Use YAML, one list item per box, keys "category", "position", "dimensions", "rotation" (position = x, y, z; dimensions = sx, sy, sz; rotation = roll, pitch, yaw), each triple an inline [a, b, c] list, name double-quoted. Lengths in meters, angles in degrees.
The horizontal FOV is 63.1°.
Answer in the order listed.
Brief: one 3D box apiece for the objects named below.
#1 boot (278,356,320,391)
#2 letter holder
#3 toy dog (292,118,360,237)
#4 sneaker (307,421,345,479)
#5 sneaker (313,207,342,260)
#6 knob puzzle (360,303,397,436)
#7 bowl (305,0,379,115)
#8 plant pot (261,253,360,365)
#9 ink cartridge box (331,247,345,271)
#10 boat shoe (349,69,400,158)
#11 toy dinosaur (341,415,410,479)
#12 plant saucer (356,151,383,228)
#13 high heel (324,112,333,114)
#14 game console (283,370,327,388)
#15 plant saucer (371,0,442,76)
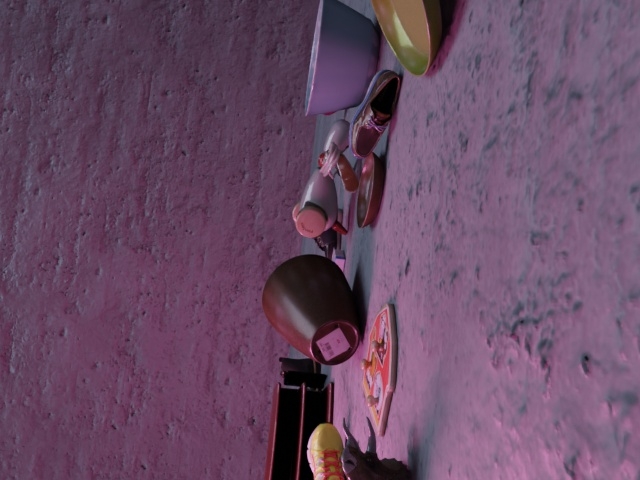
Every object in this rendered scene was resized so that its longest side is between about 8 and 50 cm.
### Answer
- category: "boot"
  position: [-0.070, 0.456, 1.667]
  dimensions: [0.198, 0.136, 0.077]
  rotation: [-95, 13, -61]
- category: "letter holder"
  position: [-0.058, 0.538, 1.394]
  dimensions: [0.214, 0.151, 0.302]
  rotation: [113, 163, -63]
- category: "toy dog"
  position: [0.044, -0.140, 1.424]
  dimensions: [0.220, 0.160, 0.334]
  rotation: [-86, 20, -52]
- category: "sneaker"
  position: [0.023, 0.482, 1.070]
  dimensions: [0.094, 0.081, 0.209]
  rotation: [124, 147, -63]
- category: "sneaker"
  position: [0.000, 0.000, 1.612]
  dimensions: [0.083, 0.118, 0.222]
  rotation: [110, 166, -66]
- category: "knob puzzle"
  position: [0.093, 0.198, 0.883]
  dimensions: [0.213, 0.029, 0.213]
  rotation: [-173, 90, -85]
- category: "bowl"
  position: [0.058, -0.479, 1.387]
  dimensions: [0.311, 0.163, 0.312]
  rotation: [-174, 90, -84]
- category: "plant pot"
  position: [-0.003, 0.172, 1.156]
  dimensions: [0.230, 0.215, 0.216]
  rotation: [-131, 46, -64]
- category: "ink cartridge box"
  position: [0.051, 0.057, 1.489]
  dimensions: [0.083, 0.028, 0.048]
  rotation: [-98, 16, -68]
- category: "boat shoe"
  position: [0.107, -0.249, 1.036]
  dimensions: [0.066, 0.066, 0.183]
  rotation: [-123, 48, -67]
- category: "toy dinosaur"
  position: [0.061, 0.394, 0.710]
  dimensions: [0.160, 0.120, 0.314]
  rotation: [-72, -9, -46]
- category: "plant saucer"
  position: [0.107, -0.107, 1.122]
  dimensions: [0.168, 0.029, 0.169]
  rotation: [-174, 90, -84]
- category: "high heel"
  position: [0.039, -0.473, 1.706]
  dimensions: [0.377, 0.127, 0.181]
  rotation: [121, 166, -68]
- category: "game console"
  position: [-0.047, 0.404, 1.577]
  dimensions: [0.107, 0.122, 0.071]
  rotation: [-102, 20, -75]
- category: "plant saucer"
  position: [0.123, -0.367, 0.779]
  dimensions: [0.241, 0.037, 0.241]
  rotation: [155, 90, -89]
